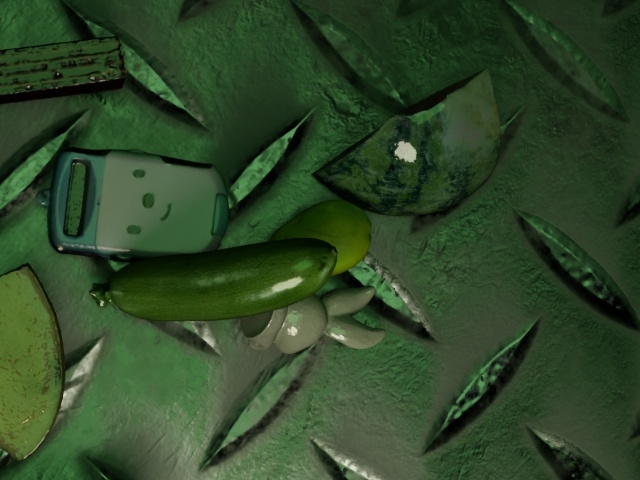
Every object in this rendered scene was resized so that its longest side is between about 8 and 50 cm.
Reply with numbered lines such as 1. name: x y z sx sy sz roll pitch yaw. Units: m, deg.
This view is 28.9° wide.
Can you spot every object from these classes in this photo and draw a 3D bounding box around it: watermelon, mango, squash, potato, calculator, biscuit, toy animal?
1. watermelon: 0.158 -0.147 1.922 0.256 0.260 0.176 9 71 -27
2. mango: 0.005 0.004 1.915 0.163 0.089 0.117 -33 68 -18
3. squash: -0.158 0.064 1.811 0.395 0.107 0.107 -7 88 22
4. potato: -0.489 0.200 1.810 0.269 0.112 0.255 -26 95 -8
5. calculator: -0.284 -0.052 1.892 0.293 0.051 0.172 7 87 -10
6. biscuit: -0.417 -0.249 1.850 0.252 0.106 0.070 -9 90 -10
7. toy animal: -0.017 0.124 1.924 0.221 0.131 0.103 13 49 -35
